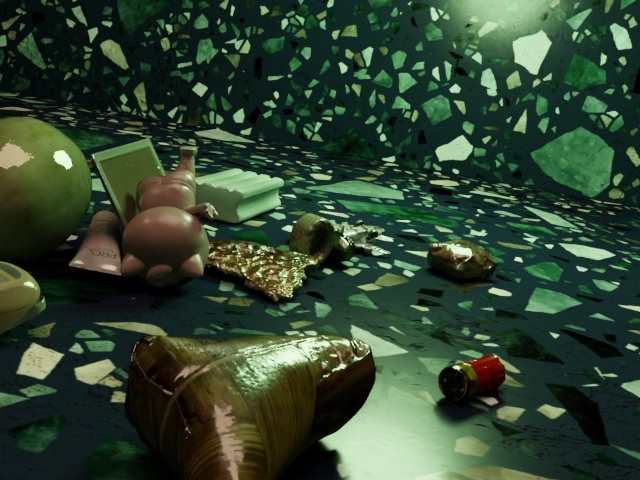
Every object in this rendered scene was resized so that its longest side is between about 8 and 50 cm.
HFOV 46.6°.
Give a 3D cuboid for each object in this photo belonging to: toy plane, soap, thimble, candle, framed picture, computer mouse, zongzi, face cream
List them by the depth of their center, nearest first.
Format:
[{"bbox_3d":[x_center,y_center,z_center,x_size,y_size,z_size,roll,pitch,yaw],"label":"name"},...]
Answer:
[{"bbox_3d":[-0.034,0.191,0.756,0.286,0.134,0.288,-2,17,-28],"label":"zongzi"},{"bbox_3d":[-0.494,0.088,0.988,0.145,0.081,0.237,20,19,36],"label":"computer mouse"},{"bbox_3d":[0.227,0.195,1.071,0.131,0.051,0.052,-5,20,-45],"label":"candle"},{"bbox_3d":[-0.416,0.008,1.406,0.092,0.058,0.243,9,20,-16],"label":"face cream"},{"bbox_3d":[-0.358,-0.084,1.505,0.019,0.232,0.296,-21,9,12],"label":"framed picture"},{"bbox_3d":[-0.019,0.001,1.556,0.084,0.109,0.062,27,-5,-42],"label":"thimble"},{"bbox_3d":[0.087,-0.008,1.741,0.171,0.065,0.162,1,27,-45],"label":"toy plane"},{"bbox_3d":[-0.219,-0.119,1.924,0.160,0.087,0.265,13,15,16],"label":"soap"}]

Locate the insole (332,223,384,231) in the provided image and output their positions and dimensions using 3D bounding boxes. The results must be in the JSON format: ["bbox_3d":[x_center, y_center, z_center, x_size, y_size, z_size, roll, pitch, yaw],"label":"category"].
[{"bbox_3d":[0.078,-0.032,1.934,0.197,0.004,0.065,2,16,-23],"label":"insole"}]

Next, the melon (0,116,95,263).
[{"bbox_3d":[-0.536,-0.088,1.299,0.272,0.271,0.308,5,8,-14],"label":"melon"}]

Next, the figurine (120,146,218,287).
[{"bbox_3d":[-0.271,-0.028,1.353,0.176,0.186,0.287,-9,52,-6],"label":"figurine"}]

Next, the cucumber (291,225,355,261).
[{"bbox_3d":[0.000,0.000,1.658,0.069,0.069,0.227,-2,14,-36],"label":"cucumber"}]

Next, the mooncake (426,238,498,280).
[{"bbox_3d":[0.315,0.041,1.663,0.130,0.073,0.125,-8,24,-43],"label":"mooncake"}]

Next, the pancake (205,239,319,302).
[{"bbox_3d":[-0.123,0.063,1.406,0.266,0.057,0.244,-1,26,-18],"label":"pancake"}]
